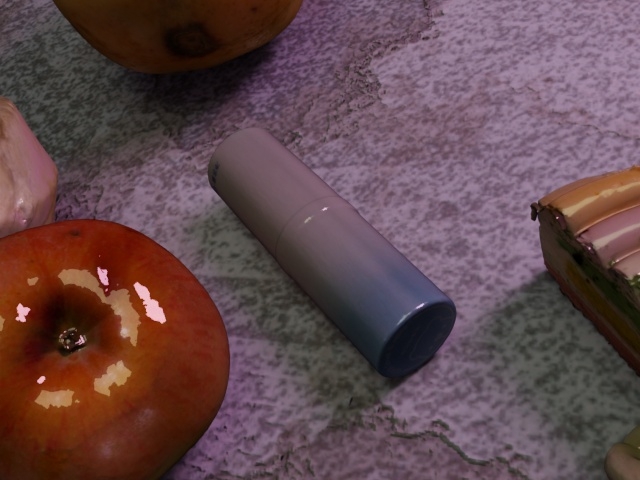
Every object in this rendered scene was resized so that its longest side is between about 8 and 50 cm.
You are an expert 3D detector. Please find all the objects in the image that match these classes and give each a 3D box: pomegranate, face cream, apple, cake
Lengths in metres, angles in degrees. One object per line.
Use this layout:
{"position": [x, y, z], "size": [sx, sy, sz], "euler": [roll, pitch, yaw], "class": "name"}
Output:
{"position": [-0.139, -0.303, 0.741], "size": [0.307, 0.307, 0.307], "euler": [-9, 55, 12], "class": "pomegranate"}
{"position": [0.000, 0.000, 0.597], "size": [0.077, 0.077, 0.250], "euler": [-37, 53, -9], "class": "face cream"}
{"position": [-0.168, 0.084, 0.521], "size": [0.210, 0.164, 0.209], "euler": [6, 68, -16], "class": "apple"}
{"position": [0.236, 0.047, 0.468], "size": [0.090, 0.109, 0.225], "euler": [-29, 52, -3], "class": "cake"}

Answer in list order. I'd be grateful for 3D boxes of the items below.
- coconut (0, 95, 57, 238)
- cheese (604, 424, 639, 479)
{"position": [-0.349, -0.008, 0.628], "size": [0.259, 0.259, 0.259], "euler": [-9, 55, 12], "class": "coconut"}
{"position": [0.229, 0.164, 0.387], "size": [0.065, 0.043, 0.194], "euler": [-24, 26, -8], "class": "cheese"}
